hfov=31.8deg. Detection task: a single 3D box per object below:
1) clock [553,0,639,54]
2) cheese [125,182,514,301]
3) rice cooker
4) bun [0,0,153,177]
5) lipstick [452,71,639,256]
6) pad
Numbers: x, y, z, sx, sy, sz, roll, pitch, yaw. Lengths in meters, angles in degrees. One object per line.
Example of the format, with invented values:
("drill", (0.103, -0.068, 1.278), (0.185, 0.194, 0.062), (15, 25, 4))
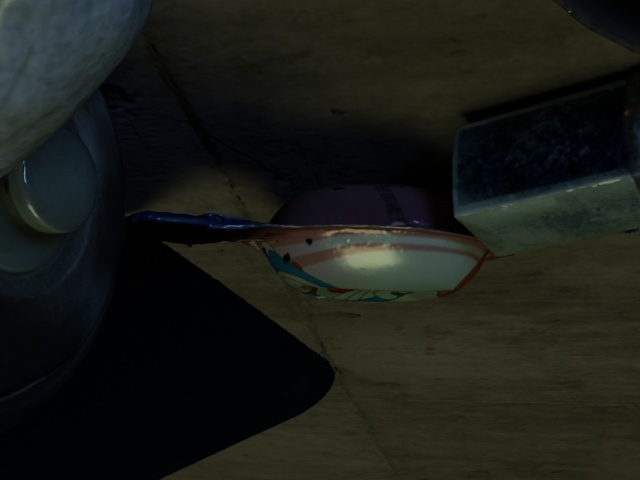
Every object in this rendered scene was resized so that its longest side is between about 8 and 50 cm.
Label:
("clock", (0.228, -0.173, 0.427), (0.325, 0.067, 0.325), (5, 155, 2))
("cheese", (0.000, 0.000, 0.775), (0.285, 0.074, 0.189), (5, 170, -25))
("rice cooker", (-0.254, -0.021, 0.620), (0.316, 0.264, 0.317), (8, 153, 4))
("bun", (-0.219, -0.160, 0.342), (0.361, 0.211, 0.362), (-4, 137, -4))
("lipstick", (0.221, -0.059, 0.650), (0.289, 0.077, 0.076), (-13, 148, 30))
("pad", (-0.195, 0.105, 0.702), (0.315, 0.063, 0.375), (-20, -156, -22))
